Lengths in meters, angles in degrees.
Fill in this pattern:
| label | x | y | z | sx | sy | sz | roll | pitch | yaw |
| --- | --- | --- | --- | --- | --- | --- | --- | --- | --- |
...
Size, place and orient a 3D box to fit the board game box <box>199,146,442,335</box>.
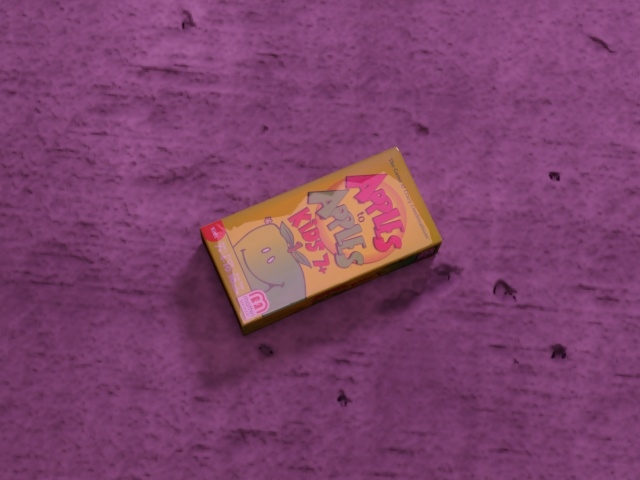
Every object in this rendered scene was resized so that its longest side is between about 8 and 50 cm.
| label | x | y | z | sx | sy | sz | roll | pitch | yaw |
| --- | --- | --- | --- | --- | --- | --- | --- | --- | --- |
| board game box | 0.000 | 0.000 | 1.138 | 0.181 | 0.043 | 0.092 | -23 | 76 | -8 |
